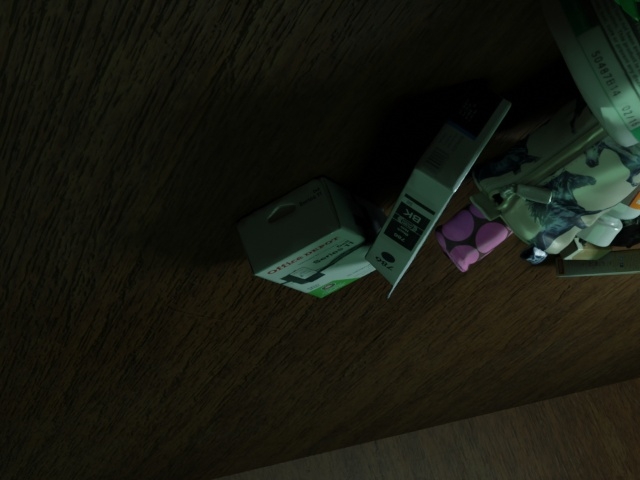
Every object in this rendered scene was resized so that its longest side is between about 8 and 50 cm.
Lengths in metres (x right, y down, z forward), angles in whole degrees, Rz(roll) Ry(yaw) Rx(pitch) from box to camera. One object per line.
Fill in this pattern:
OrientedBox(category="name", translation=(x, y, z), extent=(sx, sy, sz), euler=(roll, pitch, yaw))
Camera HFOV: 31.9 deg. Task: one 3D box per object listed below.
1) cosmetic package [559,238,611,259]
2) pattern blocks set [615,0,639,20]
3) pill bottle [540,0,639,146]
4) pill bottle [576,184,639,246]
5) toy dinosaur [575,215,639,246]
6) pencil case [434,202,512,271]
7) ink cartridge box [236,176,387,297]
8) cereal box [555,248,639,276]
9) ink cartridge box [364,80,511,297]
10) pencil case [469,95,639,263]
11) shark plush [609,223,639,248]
OrientedBox(category="cosmetic package", translation=(0.485, 0.002, 2.082), extent=(0.115, 0.060, 0.041), euler=(0, 152, -45))
OrientedBox(category="pattern blocks set", translation=(0.417, -0.301, 1.021), extent=(0.324, 0.285, 0.026), euler=(-36, -171, 26))
OrientedBox(category="pill bottle", translation=(0.430, -0.265, 1.163), extent=(0.361, 0.204, 0.204), euler=(-28, 158, 22))
OrientedBox(category="pill bottle", translation=(0.424, -0.108, 1.567), extent=(0.121, 0.121, 0.221), euler=(3, 125, -46))
OrientedBox(category="toy dinosaur", translation=(0.434, -0.069, 1.756), extent=(0.218, 0.164, 0.322), euler=(4, 175, -15))
OrientedBox(category="pencil case", translation=(0.269, -0.043, 1.675), extent=(0.209, 0.095, 0.098), euler=(-37, -174, 5))
OrientedBox(category="ink cartridge box", translation=(0.000, 0.000, 1.605), extent=(0.153, 0.087, 0.208), euler=(-28, 157, 20))
OrientedBox(category="cereal box", translation=(0.603, 0.041, 2.180), extent=(0.173, 0.047, 0.240), euler=(-2, 178, -37))
OrientedBox(category="ink cartridge box", translation=(0.143, -0.059, 1.503), extent=(0.165, 0.065, 0.333), euler=(-55, 174, -29))
OrientedBox(category="pencil case", translation=(0.381, -0.147, 1.408), extent=(0.410, 0.160, 0.183), euler=(-41, 172, 27))
OrientedBox(category="shark plush", translation=(0.582, -0.023, 2.158), extent=(0.067, 0.073, 0.161), euler=(24, 156, -33))
